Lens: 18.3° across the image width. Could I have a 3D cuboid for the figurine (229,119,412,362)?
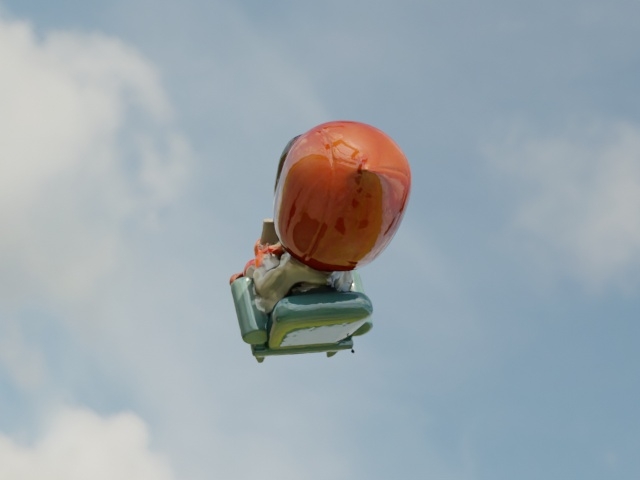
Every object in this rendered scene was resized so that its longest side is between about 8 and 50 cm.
[{"bbox_3d":[0.000,0.000,0.937,0.068,0.075,0.140,1,-40,-20],"label":"figurine"}]
